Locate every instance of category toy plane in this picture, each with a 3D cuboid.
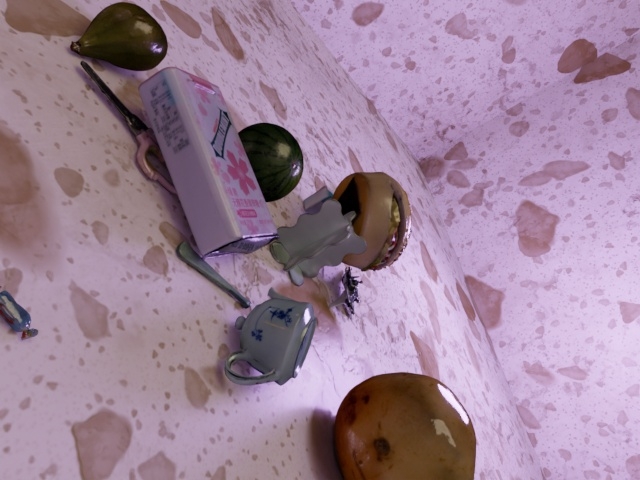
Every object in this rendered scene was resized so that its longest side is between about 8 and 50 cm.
[{"bbox_3d":[0.089,0.137,1.324,0.234,0.082,0.160,-56,141,-63],"label":"toy plane"}]

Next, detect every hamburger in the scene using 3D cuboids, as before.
[{"bbox_3d":[0.138,-0.050,1.293,0.175,0.300,0.301,8,50,-22],"label":"hamburger"}]

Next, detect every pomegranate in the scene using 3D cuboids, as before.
[{"bbox_3d":[0.181,0.417,0.944,0.319,0.319,0.319,45,28,-32],"label":"pomegranate"}]

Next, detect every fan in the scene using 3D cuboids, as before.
[{"bbox_3d":[-0.203,0.073,0.883,0.193,0.016,0.038,47,29,-27],"label":"fan"}]

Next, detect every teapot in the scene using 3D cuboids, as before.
[{"bbox_3d":[-0.095,0.179,0.855,0.159,0.158,0.232,54,35,-17],"label":"teapot"}]

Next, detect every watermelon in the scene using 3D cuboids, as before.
[{"bbox_3d":[-0.143,-0.185,1.096,0.187,0.214,0.188,-11,104,-51],"label":"watermelon"}]

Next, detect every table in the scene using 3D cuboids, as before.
[{"bbox_3d":[0.000,0.000,1.144,0.166,0.198,0.167,45,29,-33],"label":"table"}]

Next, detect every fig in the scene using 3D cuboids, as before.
[{"bbox_3d":[-0.389,-0.400,0.903,0.185,0.126,0.133,-73,143,-64],"label":"fig"}]

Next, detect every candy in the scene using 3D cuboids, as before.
[{"bbox_3d":[-0.366,0.083,0.535,0.083,0.020,0.030,58,24,-12],"label":"candy"}]

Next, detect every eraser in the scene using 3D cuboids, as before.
[{"bbox_3d":[0.050,-0.080,1.462,0.225,0.095,0.052,37,32,-42],"label":"eraser"}]

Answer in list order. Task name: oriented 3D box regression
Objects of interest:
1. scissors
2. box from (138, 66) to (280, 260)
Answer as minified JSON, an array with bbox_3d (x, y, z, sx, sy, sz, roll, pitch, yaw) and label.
[{"bbox_3d":[-0.348,-0.211,0.894,0.318,0.024,0.160,53,26,-21],"label":"scissors"},{"bbox_3d":[-0.220,-0.144,0.925,0.190,0.112,0.370,-7,76,-67],"label":"box"}]
